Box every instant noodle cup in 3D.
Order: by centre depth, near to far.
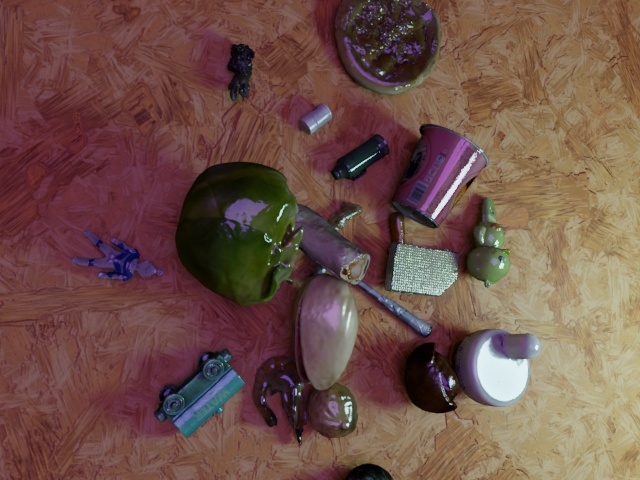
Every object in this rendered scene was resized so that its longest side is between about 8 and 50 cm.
[{"bbox_3d":[0.344,-0.183,1.673,0.243,0.244,0.255,32,86,-12],"label":"instant noodle cup"}]

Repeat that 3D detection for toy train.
[{"bbox_3d":[-0.316,0.409,1.484,0.248,0.101,0.159,-42,111,-14],"label":"toy train"}]

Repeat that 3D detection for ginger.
[{"bbox_3d":[0.068,-0.072,1.662,0.137,0.044,0.057,-36,67,-22],"label":"ginger"}]

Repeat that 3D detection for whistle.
[{"bbox_3d":[0.543,0.005,1.747,0.141,0.141,0.295,17,81,-15],"label":"whistle"}]

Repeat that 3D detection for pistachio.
[{"bbox_3d":[0.006,0.250,1.530,0.213,0.193,0.319,10,87,-48],"label":"pistachio"}]

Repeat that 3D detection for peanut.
[{"bbox_3d":[0.034,0.478,1.573,0.140,0.109,0.159,-6,76,-27],"label":"peanut"}]

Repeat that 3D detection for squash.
[{"bbox_3d":[0.141,0.730,1.553,0.193,0.155,0.194,4,86,-59],"label":"squash"}]

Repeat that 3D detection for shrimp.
[{"bbox_3d":[-0.113,0.456,1.555,0.145,0.059,0.255,-3,86,-14],"label":"shrimp"}]

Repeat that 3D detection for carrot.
[{"bbox_3d":[0.242,0.007,1.704,0.047,0.047,0.191,-6,90,-17],"label":"carrot"}]

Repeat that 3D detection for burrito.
[{"bbox_3d":[-0.002,0.000,1.545,0.299,0.143,0.105,39,106,26],"label":"burrito"}]

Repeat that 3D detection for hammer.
[{"bbox_3d":[0.164,0.173,1.671,0.426,0.044,0.152,38,76,-12],"label":"hammer"}]

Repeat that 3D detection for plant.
[{"bbox_3d":[-0.229,-0.483,1.591,0.085,0.087,0.175,-1,80,13],"label":"plant"}]

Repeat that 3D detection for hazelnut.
[{"bbox_3d":[0.330,0.402,1.630,0.160,0.170,0.202,-1,97,-10],"label":"hazelnut"}]

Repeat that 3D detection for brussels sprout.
[{"bbox_3d":[-0.218,-0.018,1.444,0.314,0.276,0.372,-8,114,-14],"label":"brussels sprout"}]

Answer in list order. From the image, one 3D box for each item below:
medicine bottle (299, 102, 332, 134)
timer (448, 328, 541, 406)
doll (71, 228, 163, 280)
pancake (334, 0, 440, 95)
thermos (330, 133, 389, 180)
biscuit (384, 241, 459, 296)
[{"bbox_3d":[-0.014,-0.362,1.651,0.089,0.057,0.057,-41,97,-16],"label":"medicine bottle"},{"bbox_3d":[0.529,0.376,1.652,0.233,0.240,0.234,5,77,-22],"label":"timer"},{"bbox_3d":[-0.530,0.058,1.466,0.227,0.057,0.114,21,74,-5],"label":"doll"},{"bbox_3d":[0.217,-0.653,1.737,0.381,0.071,0.383,1,86,-16],"label":"pancake"},{"bbox_3d":[0.114,-0.243,1.678,0.187,0.083,0.073,-34,74,-15],"label":"thermos"},{"bbox_3d":[0.314,0.093,1.699,0.252,0.052,0.151,8,87,-26],"label":"biscuit"}]
